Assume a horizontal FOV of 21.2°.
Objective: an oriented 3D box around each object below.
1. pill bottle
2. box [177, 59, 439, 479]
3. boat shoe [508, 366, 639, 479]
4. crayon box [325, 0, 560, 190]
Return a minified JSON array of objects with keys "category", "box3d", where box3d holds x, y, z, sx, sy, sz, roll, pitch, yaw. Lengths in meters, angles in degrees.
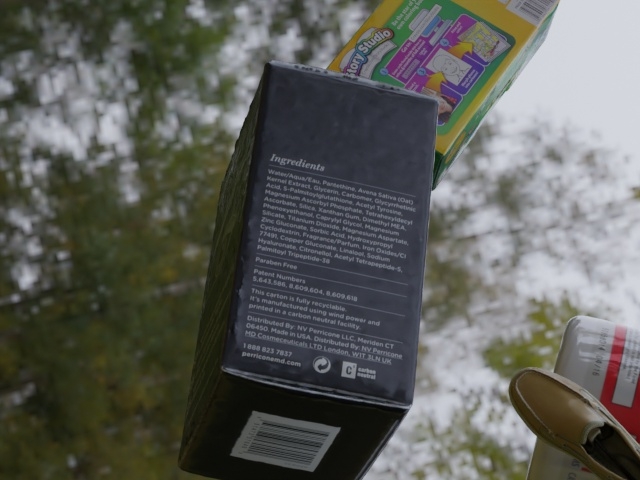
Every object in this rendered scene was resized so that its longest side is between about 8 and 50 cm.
[{"category":"pill bottle","box3d":[0.451,0.240,1.930,0.229,0.407,0.229,14,90,-82]},{"category":"box","box3d":[-0.008,0.025,1.002,0.153,0.108,0.207,116,-16,-60]},{"category":"boat shoe","box3d":[0.267,0.189,1.705,0.190,0.068,0.072,37,-6,17]},{"category":"crayon box","box3d":[0.130,-0.206,1.932,0.165,0.278,0.081,32,-29,11]}]
